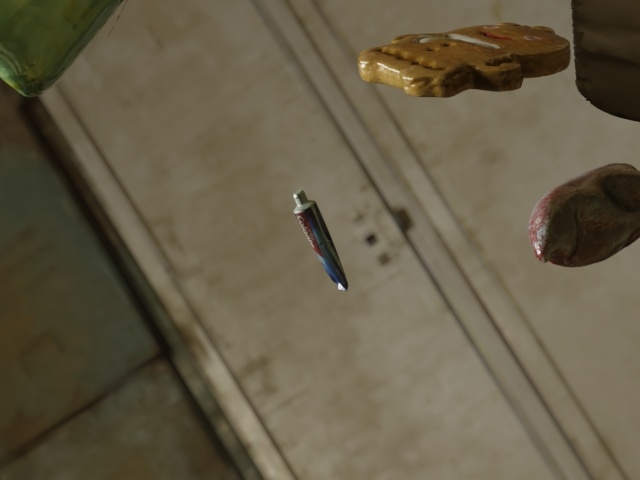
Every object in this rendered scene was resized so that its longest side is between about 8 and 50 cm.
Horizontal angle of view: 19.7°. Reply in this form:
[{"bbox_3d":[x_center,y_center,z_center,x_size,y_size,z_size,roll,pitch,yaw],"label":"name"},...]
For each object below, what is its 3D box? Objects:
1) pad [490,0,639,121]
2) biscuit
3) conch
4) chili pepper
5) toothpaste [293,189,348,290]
[{"bbox_3d":[0.296,-0.167,1.585,0.375,0.315,0.063,-79,2,-56],"label":"pad"},{"bbox_3d":[0.161,-0.195,1.925,0.184,0.249,0.035,25,122,50],"label":"biscuit"},{"bbox_3d":[-0.185,-0.200,1.250,0.137,0.250,0.143,37,166,14],"label":"conch"},{"bbox_3d":[0.155,-0.013,1.064,0.153,0.041,0.050,-23,-106,-47],"label":"chili pepper"},{"bbox_3d":[0.000,0.000,1.397,0.083,0.019,0.027,65,163,-13],"label":"toothpaste"}]
